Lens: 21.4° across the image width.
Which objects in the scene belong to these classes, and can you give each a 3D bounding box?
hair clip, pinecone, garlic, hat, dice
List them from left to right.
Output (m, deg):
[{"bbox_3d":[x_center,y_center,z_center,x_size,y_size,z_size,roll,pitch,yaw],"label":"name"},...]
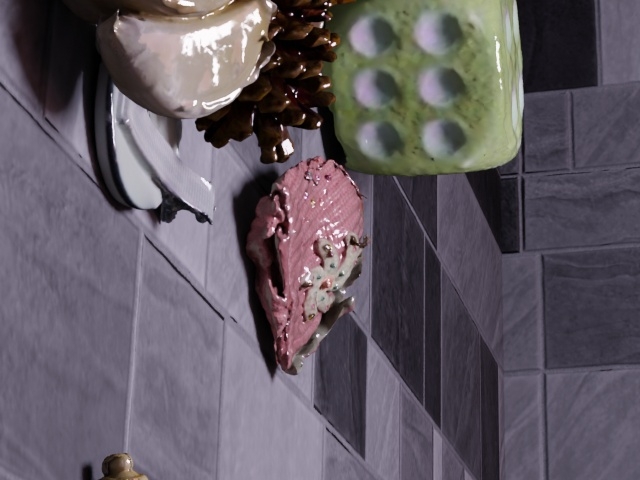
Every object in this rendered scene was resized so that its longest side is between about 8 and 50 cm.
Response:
[{"bbox_3d":[-0.148,-0.253,1.400,0.203,0.184,0.281,-19,126,-48],"label":"garlic"},{"bbox_3d":[-0.156,-0.089,1.538,0.220,0.054,0.140,59,34,-54],"label":"hair clip"},{"bbox_3d":[-0.071,-0.177,1.621,0.168,0.185,0.212,-16,104,-62],"label":"pinecone"},{"bbox_3d":[0.000,0.000,1.979,0.286,0.107,0.237,-54,147,-61],"label":"hat"},{"bbox_3d":[0.142,-0.226,2.296,0.250,0.254,0.252,-42,128,-71],"label":"dice"}]

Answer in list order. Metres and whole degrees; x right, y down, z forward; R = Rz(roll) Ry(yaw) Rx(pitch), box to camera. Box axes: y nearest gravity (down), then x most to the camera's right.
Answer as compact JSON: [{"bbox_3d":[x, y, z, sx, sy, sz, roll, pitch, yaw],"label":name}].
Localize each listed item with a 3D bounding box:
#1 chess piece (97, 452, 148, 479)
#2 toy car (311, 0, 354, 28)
[{"bbox_3d":[-0.161,0.262,1.402,0.060,0.060,0.172,-2,85,-75],"label":"chess piece"},{"bbox_3d":[-0.031,-0.311,1.949,0.235,0.145,0.235,12,90,-69],"label":"toy car"}]
